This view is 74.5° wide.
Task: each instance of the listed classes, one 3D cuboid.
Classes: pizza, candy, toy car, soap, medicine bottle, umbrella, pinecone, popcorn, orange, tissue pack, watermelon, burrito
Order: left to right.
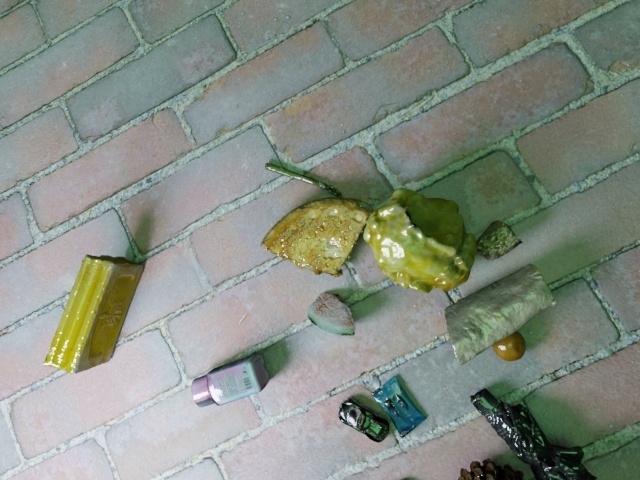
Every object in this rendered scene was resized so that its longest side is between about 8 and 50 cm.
[{"bbox_3d":[-0.623,0.199,1.182,0.091,0.199,0.314,18,85,6],"label":"soap"},{"bbox_3d":[-0.246,0.384,1.143,0.188,0.119,0.094,-20,85,5],"label":"medicine bottle"},{"bbox_3d":[0.000,0.000,1.172,0.336,0.086,0.225,-20,86,7],"label":"pizza"},{"bbox_3d":[0.044,0.209,1.139,0.180,0.081,0.094,40,113,45],"label":"watermelon"},{"bbox_3d":[0.113,0.477,1.115,0.142,0.055,0.069,28,85,9],"label":"toy car"},{"bbox_3d":[0.207,0.444,1.121,0.085,0.028,0.138,-38,83,2],"label":"tissue pack"},{"bbox_3d":[0.252,0.000,1.071,0.287,0.215,0.252,26,85,-4],"label":"popcorn"},{"bbox_3d":[0.434,0.178,1.063,0.299,0.105,0.143,-33,43,2],"label":"burrito"},{"bbox_3d":[0.460,0.002,1.101,0.110,0.095,0.085,-42,83,7],"label":"candy"},{"bbox_3d":[0.424,0.621,0.990,0.205,0.184,0.179,13,103,1],"label":"pinecone"},{"bbox_3d":[0.481,0.267,1.076,0.085,0.085,0.084,-1,83,8],"label":"orange"},{"bbox_3d":[0.528,0.493,1.029,0.336,0.154,0.128,51,124,29],"label":"umbrella"}]

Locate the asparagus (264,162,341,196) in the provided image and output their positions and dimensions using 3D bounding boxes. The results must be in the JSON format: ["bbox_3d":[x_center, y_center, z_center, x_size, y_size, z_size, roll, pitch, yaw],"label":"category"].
[{"bbox_3d":[-0.050,-0.179,1.231,0.249,0.024,0.025,22,130,10],"label":"asparagus"}]
